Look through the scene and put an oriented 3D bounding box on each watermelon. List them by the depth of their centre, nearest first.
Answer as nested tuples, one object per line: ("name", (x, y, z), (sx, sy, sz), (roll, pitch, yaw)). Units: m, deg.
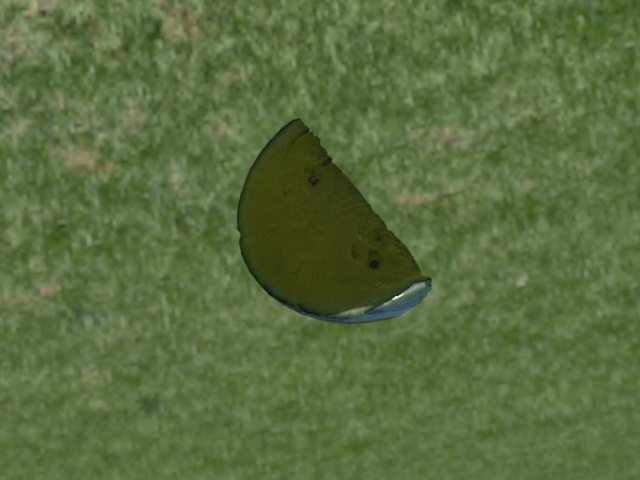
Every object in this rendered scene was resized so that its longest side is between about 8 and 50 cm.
("watermelon", (-0.009, 0.004, 0.893), (0.075, 0.181, 0.092), (-10, 138, -30))
